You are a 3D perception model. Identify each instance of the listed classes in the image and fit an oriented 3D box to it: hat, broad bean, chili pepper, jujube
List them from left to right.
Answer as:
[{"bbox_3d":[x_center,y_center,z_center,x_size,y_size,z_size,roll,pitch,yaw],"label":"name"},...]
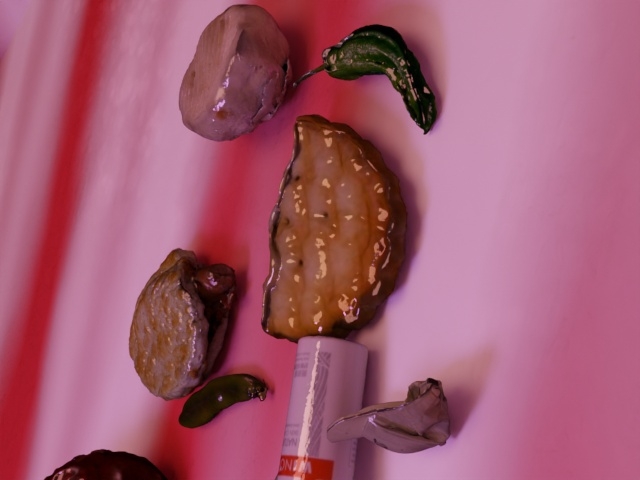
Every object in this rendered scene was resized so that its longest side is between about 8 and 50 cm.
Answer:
[{"bbox_3d":[-0.424,0.509,1.641,0.376,0.258,0.258,-51,43,26],"label":"jujube"},{"bbox_3d":[-0.165,0.256,1.527,0.255,0.047,0.065,-30,70,45],"label":"broad bean"},{"bbox_3d":[0.074,-0.239,1.319,0.279,0.065,0.122,29,101,49],"label":"chili pepper"},{"bbox_3d":[0.084,0.219,1.123,0.166,0.122,0.081,-19,79,21],"label":"hat"}]

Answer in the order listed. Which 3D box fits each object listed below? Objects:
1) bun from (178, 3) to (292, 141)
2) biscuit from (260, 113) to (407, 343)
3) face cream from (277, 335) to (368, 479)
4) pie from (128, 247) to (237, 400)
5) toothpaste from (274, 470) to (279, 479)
[{"bbox_3d":[-0.131,-0.269,1.548,0.239,0.141,0.239,-33,49,49],"label":"bun"},{"bbox_3d":[0.000,0.000,1.350,0.335,0.078,0.329,-57,43,27],"label":"biscuit"},{"bbox_3d":[-0.006,0.301,1.215,0.102,0.102,0.345,-16,61,52],"label":"face cream"},{"bbox_3d":[-0.250,0.144,1.622,0.274,0.106,0.257,17,91,56],"label":"pie"},{"bbox_3d":[-0.046,0.343,1.341,0.078,0.047,0.247,44,119,55],"label":"toothpaste"}]
